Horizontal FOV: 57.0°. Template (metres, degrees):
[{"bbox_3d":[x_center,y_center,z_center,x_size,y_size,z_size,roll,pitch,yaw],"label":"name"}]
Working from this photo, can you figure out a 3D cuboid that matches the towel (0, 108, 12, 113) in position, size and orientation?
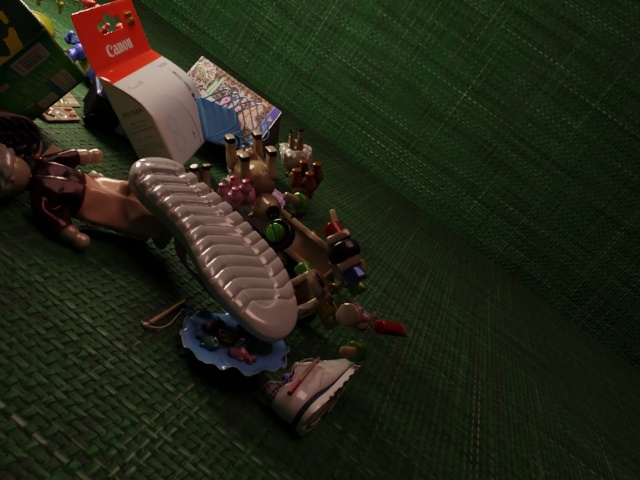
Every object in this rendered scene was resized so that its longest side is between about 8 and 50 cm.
[{"bbox_3d":[-0.674,-0.270,1.152,0.197,0.029,0.144,46,19,27],"label":"towel"}]

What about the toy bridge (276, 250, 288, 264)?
[{"bbox_3d":[-0.150,0.025,1.345,0.188,0.026,0.063,23,22,-33],"label":"toy bridge"}]

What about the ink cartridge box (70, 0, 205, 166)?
[{"bbox_3d":[-0.401,-0.381,1.413,0.308,0.091,0.385,-74,148,-60],"label":"ink cartridge box"}]

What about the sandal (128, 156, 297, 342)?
[{"bbox_3d":[-0.189,0.019,1.026,0.169,0.102,0.416,-15,58,-50],"label":"sandal"}]

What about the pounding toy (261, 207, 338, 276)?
[{"bbox_3d":[0.000,0.000,1.432,0.269,0.155,0.154,38,0,28],"label":"pounding toy"}]

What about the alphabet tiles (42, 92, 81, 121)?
[{"bbox_3d":[-0.658,-0.367,1.347,0.237,0.009,0.198,51,18,-1],"label":"alphabet tiles"}]

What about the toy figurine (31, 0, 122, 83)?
[{"bbox_3d":[-0.630,-0.529,1.638,0.217,0.191,0.362,47,16,12],"label":"toy figurine"}]

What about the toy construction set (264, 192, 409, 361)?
[{"bbox_3d":[0.034,0.105,1.117,0.309,0.257,0.237,34,5,29],"label":"toy construction set"}]

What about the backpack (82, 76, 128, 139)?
[{"bbox_3d":[-0.493,-0.325,1.476,0.173,0.117,0.158,27,20,-33],"label":"backpack"}]

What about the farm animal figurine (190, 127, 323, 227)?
[{"bbox_3d":[-0.165,-0.121,1.356,0.330,0.172,0.326,-3,36,-8],"label":"farm animal figurine"}]

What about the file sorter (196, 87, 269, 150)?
[{"bbox_3d":[-0.228,-0.323,1.573,0.170,0.104,0.118,4,72,-63],"label":"file sorter"}]

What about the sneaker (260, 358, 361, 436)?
[{"bbox_3d":[-0.008,0.235,0.984,0.095,0.090,0.235,31,14,18],"label":"sneaker"}]

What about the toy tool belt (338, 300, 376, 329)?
[{"bbox_3d":[0.088,0.165,1.377,0.083,0.051,0.052,40,18,14],"label":"toy tool belt"}]

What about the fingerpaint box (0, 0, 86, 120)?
[{"bbox_3d":[-0.625,-0.412,1.015,0.371,0.163,0.445,49,-7,-15],"label":"fingerpaint box"}]

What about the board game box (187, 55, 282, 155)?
[{"bbox_3d":[-0.278,-0.377,1.798,0.291,0.141,0.232,35,-13,2],"label":"board game box"}]

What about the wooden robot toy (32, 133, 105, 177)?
[{"bbox_3d":[-0.491,-0.124,1.084,0.173,0.076,0.079,33,53,-9],"label":"wooden robot toy"}]

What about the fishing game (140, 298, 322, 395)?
[{"bbox_3d":[-0.131,0.153,0.942,0.264,0.041,0.189,23,16,14],"label":"fishing game"}]

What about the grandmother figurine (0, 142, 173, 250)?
[{"bbox_3d":[-0.416,-0.074,1.006,0.342,0.104,0.208,19,38,-36],"label":"grandmother figurine"}]

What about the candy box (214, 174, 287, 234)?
[{"bbox_3d":[-0.180,-0.110,1.563,0.165,0.070,0.196,35,17,-3],"label":"candy box"}]

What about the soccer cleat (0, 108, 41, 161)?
[{"bbox_3d":[-0.620,-0.182,0.938,0.116,0.108,0.318,18,11,32],"label":"soccer cleat"}]
